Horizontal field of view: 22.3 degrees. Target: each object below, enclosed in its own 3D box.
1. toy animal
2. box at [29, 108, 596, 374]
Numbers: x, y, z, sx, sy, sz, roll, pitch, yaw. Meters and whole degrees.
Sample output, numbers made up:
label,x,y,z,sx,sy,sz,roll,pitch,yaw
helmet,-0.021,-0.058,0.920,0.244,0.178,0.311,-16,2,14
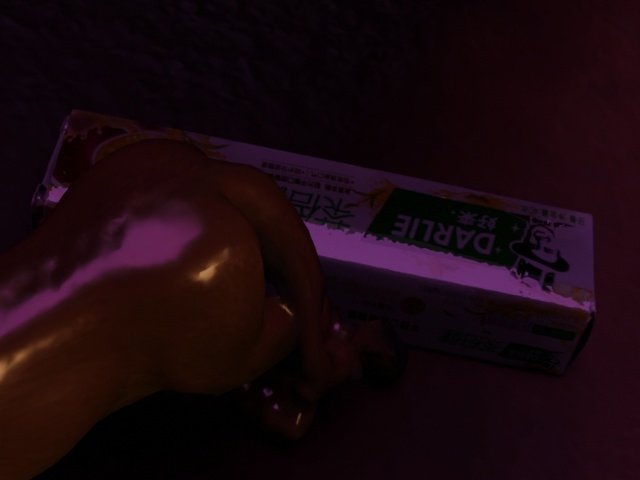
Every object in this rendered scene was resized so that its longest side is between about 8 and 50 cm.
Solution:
label,x,y,z,sx,sy,sz,roll,pitch,yaw
toy animal,-0.097,0.047,0.466,0.312,0.157,0.097,-32,66,-30
box,0.000,0.000,0.598,0.207,0.041,0.050,12,47,-4
